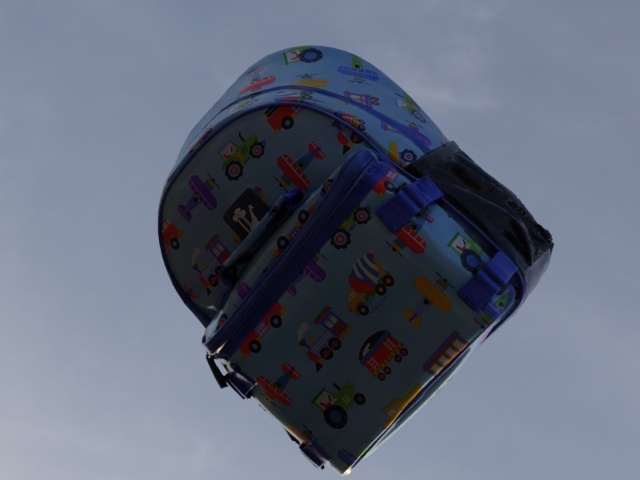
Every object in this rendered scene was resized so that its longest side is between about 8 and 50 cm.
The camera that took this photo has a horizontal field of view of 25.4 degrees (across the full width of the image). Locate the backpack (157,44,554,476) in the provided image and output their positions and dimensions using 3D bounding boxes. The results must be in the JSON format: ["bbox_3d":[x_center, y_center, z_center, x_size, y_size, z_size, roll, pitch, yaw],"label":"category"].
[{"bbox_3d":[0.000,0.000,0.672,0.173,0.117,0.158,46,-67,2],"label":"backpack"}]
